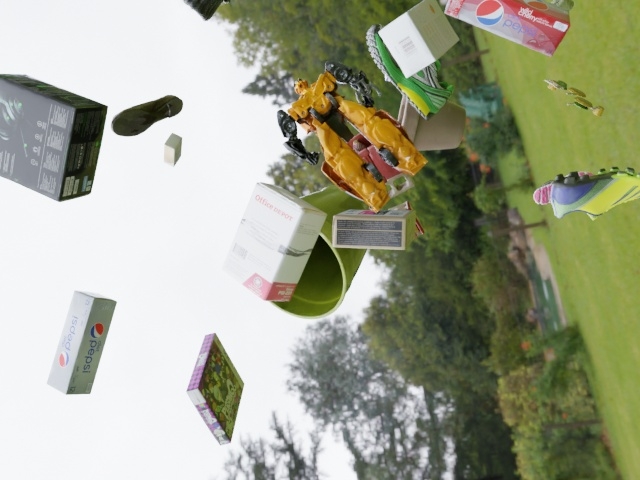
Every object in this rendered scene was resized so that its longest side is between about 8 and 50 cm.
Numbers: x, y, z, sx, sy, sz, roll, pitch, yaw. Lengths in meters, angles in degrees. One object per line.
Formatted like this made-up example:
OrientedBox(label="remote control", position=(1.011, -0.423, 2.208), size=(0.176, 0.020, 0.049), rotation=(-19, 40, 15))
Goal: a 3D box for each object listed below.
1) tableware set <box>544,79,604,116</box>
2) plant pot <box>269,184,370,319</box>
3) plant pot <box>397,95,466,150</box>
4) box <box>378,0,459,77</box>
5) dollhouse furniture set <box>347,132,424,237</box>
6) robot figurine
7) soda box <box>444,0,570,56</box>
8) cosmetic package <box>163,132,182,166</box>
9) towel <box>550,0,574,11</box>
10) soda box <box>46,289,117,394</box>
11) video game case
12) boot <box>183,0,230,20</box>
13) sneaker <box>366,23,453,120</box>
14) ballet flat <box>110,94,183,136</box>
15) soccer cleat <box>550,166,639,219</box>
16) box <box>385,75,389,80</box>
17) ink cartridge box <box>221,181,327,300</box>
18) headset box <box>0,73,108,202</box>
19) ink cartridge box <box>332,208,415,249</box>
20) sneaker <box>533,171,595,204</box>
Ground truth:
OrientedBox(label="tableware set", position=(0.618, -0.348, 1.609), size=(0.104, 0.154, 0.024), rotation=(-13, -44, -44))
OrientedBox(label="plant pot", position=(0.000, 0.000, 2.083), size=(0.353, 0.367, 0.366), rotation=(-43, -56, -47))
OrientedBox(label="plant pot", position=(0.404, -0.433, 2.422), size=(0.263, 0.229, 0.262), rotation=(9, -90, -89))
OrientedBox(label="box", position=(0.238, -0.488, 1.579), size=(0.130, 0.091, 0.170), rotation=(56, -138, -11))
OrientedBox(label="dollhouse furniture set", position=(0.226, -0.151, 1.938), size=(0.374, 0.152, 0.201), rotation=(55, -162, -22))
OrientedBox(label="robot figurine", position=(0.055, -0.203, 1.291), size=(0.291, 0.211, 0.085), rotation=(46, 180, 1))
OrientedBox(label="soda box", position=(0.414, -0.508, 1.467), size=(0.092, 0.263, 0.083), rotation=(-70, 3, -48))
OrientedBox(label="cosmetic package", position=(-0.504, -0.308, 2.256), size=(0.060, 0.041, 0.115), rotation=(-64, 0, -31))
OrientedBox(label="towel", position=(0.564, -0.549, 1.655), size=(0.027, 0.148, 0.110), rotation=(53, -151, 15))
OrientedBox(label="soda box", position=(-0.687, 0.294, 1.907), size=(0.091, 0.098, 0.286), rotation=(18, -92, -56))
OrientedBox(label="video game case", position=(-0.284, 0.406, 1.825), size=(0.232, 0.042, 0.210), rotation=(-82, -27, -59))
OrientedBox(label="boot", position=(-0.316, -0.809, 2.014), size=(0.131, 0.260, 0.348), rotation=(52, -177, 0))
OrientedBox(label="sneaker", position=(0.269, -0.532, 2.012), size=(0.343, 0.146, 0.134), rotation=(41, -167, -28))
OrientedBox(label="ballet flat", position=(-0.494, -0.358, 1.862), size=(0.250, 0.058, 0.084), rotation=(-37, -32, -41))
OrientedBox(label="soccer cleat", position=(0.702, -0.113, 1.628), size=(0.093, 0.289, 0.121), rotation=(-122, 28, -71))
OrientedBox(label="box", position=(0.254, -0.602, 2.126), size=(0.126, 0.072, 0.137), rotation=(109, 163, -67))
OrientedBox(label="ink cartridge box", position=(-0.103, 0.002, 1.442), size=(0.092, 0.159, 0.217), rotation=(7, -70, -52))
OrientedBox(label="headset box", position=(-0.710, -0.265, 1.662), size=(0.131, 0.283, 0.246), rotation=(-36, -35, -68))
OrientedBox(label="ink cartridge box", position=(0.149, -0.033, 1.780), size=(0.235, 0.193, 0.088), rotation=(-30, -58, -75))
OrientedBox(label="sneaker", position=(0.661, -0.146, 1.803), size=(0.075, 0.171, 0.063), rotation=(-54, -57, -78))
